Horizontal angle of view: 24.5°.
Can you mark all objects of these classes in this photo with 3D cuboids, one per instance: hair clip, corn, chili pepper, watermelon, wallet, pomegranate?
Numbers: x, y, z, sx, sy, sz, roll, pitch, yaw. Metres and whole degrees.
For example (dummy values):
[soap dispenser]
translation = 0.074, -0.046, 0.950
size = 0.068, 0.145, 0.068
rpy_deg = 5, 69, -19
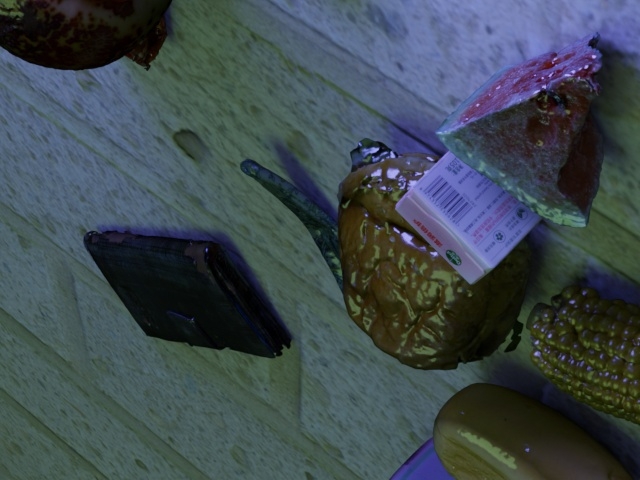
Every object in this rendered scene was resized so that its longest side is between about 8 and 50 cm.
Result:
[hair clip]
translation = 0.002, -0.001, 1.472
size = 0.229, 0.036, 0.066
rpy_deg = 50, 158, -20
[corn]
translation = 0.297, 0.122, 1.163
size = 0.319, 0.097, 0.097
rpy_deg = 26, 146, 32
[chili pepper]
translation = -0.208, -0.225, 1.439
size = 0.123, 0.073, 0.070
rpy_deg = 33, 108, 20
[watermelon]
translation = 0.153, -0.103, 1.063
size = 0.121, 0.098, 0.158
rpy_deg = 19, 149, 19
[wallet]
translation = -0.172, 0.063, 1.799
size = 0.317, 0.044, 0.169
rpy_deg = 4, 132, 54
[pomegranate]
translation = -0.197, -0.241, 1.237
size = 0.248, 0.214, 0.214
rpy_deg = 30, 151, 53

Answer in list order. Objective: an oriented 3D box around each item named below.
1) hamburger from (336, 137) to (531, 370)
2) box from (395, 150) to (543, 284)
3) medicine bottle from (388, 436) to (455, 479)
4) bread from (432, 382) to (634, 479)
[hamburger]
translation = 0.092, 0.020, 1.277
size = 0.183, 0.130, 0.206
rpy_deg = 27, 145, 28
[box]
translation = 0.131, -0.039, 1.139
size = 0.089, 0.125, 0.043
rpy_deg = 46, 154, 3
[medicine bottle]
translation = 0.135, 0.321, 1.623
size = 0.094, 0.119, 0.188
rpy_deg = 26, 146, 35
[bread]
translation = 0.210, 0.216, 1.399
size = 0.217, 0.098, 0.147
rpy_deg = 37, 153, 23
